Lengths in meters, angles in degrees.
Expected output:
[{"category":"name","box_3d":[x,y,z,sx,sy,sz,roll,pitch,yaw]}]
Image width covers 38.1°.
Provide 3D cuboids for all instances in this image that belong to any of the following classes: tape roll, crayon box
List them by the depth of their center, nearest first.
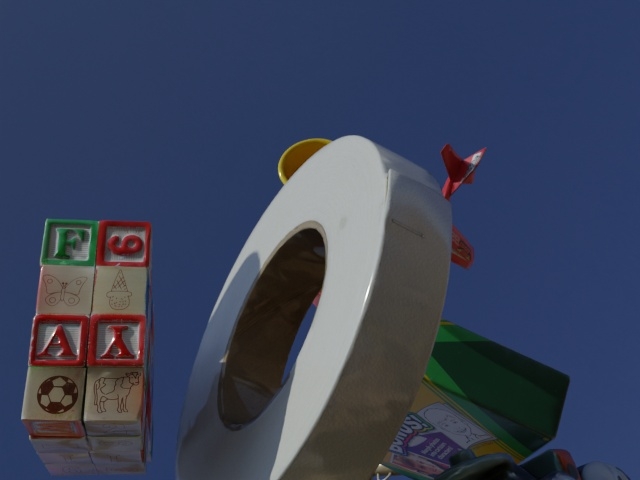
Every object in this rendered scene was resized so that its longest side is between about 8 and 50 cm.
[{"category":"tape roll","box_3d":[-0.019,0.087,0.864,0.072,0.392,0.392,26,-80,-20]},{"category":"crayon box","box_3d":[0.138,0.237,1.356,0.313,0.363,0.106,24,-121,1]}]

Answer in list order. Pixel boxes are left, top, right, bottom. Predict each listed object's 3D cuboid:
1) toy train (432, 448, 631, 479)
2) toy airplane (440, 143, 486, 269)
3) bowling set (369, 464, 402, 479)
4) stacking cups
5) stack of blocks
[{"category":"toy train","box_3d":[0.126,0.285,0.826,0.190,0.142,0.334,6,-38,-42]},{"category":"toy airplane","box_3d":[0.124,-0.034,0.950,0.151,0.028,0.151,-17,-64,-38]},{"category":"bowling set","box_3d":[0.167,0.572,1.831,0.154,0.287,0.199,-19,-67,13]},{"category":"stacking cups","box_3d":[0.000,0.000,1.295,0.096,0.096,0.316,-21,-36,-13]},{"category":"stack of blocks","box_3d":[-0.199,0.125,0.847,0.087,0.171,0.297,2,-27,-8]}]
